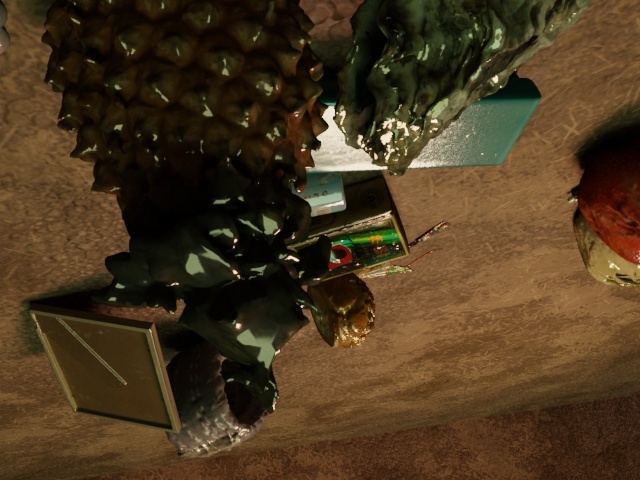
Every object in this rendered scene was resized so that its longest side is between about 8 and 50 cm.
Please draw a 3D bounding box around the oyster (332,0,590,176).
[{"bbox_3d":[0.126,-0.169,0.575,0.268,0.112,0.198,-50,152,1],"label":"oyster"}]

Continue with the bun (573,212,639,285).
[{"bbox_3d":[0.566,-0.005,1.136,0.259,0.152,0.259,-8,153,-4],"label":"bun"}]

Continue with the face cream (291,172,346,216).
[{"bbox_3d":[-0.087,-0.051,0.835,0.229,0.075,0.075,-12,154,-2],"label":"face cream"}]

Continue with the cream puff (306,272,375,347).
[{"bbox_3d":[0.041,0.115,1.163,0.103,0.144,0.126,-17,179,-21],"label":"cream puff"}]

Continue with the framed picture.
[{"bbox_3d":[-0.356,0.222,1.131,0.211,0.020,0.289,7,133,9],"label":"framed picture"}]

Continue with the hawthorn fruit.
[{"bbox_3d":[0.455,-0.055,0.960,0.173,0.179,0.173,-11,180,0],"label":"hawthorn fruit"}]

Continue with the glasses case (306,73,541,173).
[{"bbox_3d":[0.083,-0.138,0.751,0.301,0.070,0.117,-3,147,-16],"label":"glasses case"}]

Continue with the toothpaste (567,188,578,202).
[{"bbox_3d":[0.427,-0.084,1.062,0.027,0.019,0.083,26,133,-29],"label":"toothpaste"}]

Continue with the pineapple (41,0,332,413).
[{"bbox_3d":[-0.088,-0.052,0.509,0.223,0.357,0.223,-11,157,-5],"label":"pineapple"}]

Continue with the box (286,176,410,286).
[{"bbox_3d":[0.000,0.000,0.983,0.240,0.071,0.159,-17,151,10],"label":"box"}]

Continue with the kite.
[{"bbox_3d":[0.130,0.027,1.169,0.244,0.006,0.198,-31,148,34],"label":"kite"}]

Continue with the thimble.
[{"bbox_3d":[-0.209,0.304,1.323,0.172,0.236,0.205,-27,127,20],"label":"thimble"}]

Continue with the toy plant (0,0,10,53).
[{"bbox_3d":[-0.264,-0.209,0.393,0.232,0.112,0.243,-23,147,31],"label":"toy plant"}]
